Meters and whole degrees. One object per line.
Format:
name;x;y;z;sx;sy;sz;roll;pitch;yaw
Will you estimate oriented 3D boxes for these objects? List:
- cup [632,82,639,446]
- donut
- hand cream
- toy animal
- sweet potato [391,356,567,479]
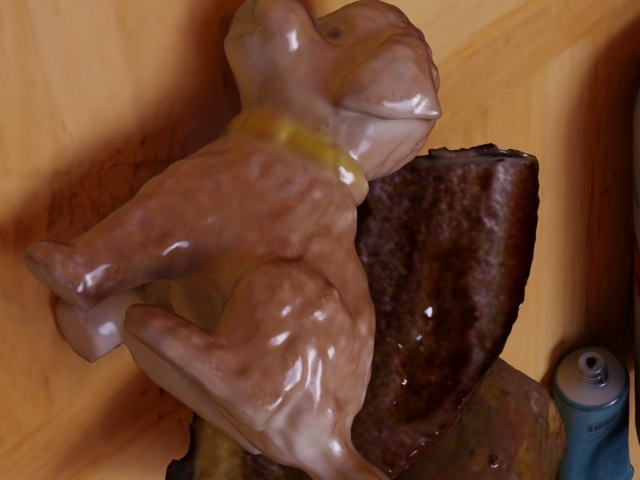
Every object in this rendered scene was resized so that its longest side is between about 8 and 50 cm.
cup;0.295;0.007;0.893;0.212;0.212;0.317;-39;136;-26
donut;0.022;0.054;0.672;0.126;0.144;0.186;54;43;-73
hand cream;0.192;0.140;1.015;0.083;0.048;0.224;-44;148;-20
toy animal;0.011;0.000;0.584;0.185;0.184;0.104;-52;169;-22
sweet potato;0.032;0.220;0.718;0.131;0.131;0.336;57;46;-51
